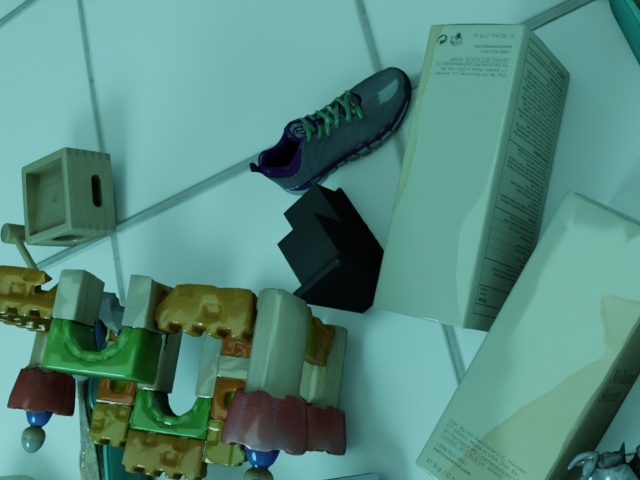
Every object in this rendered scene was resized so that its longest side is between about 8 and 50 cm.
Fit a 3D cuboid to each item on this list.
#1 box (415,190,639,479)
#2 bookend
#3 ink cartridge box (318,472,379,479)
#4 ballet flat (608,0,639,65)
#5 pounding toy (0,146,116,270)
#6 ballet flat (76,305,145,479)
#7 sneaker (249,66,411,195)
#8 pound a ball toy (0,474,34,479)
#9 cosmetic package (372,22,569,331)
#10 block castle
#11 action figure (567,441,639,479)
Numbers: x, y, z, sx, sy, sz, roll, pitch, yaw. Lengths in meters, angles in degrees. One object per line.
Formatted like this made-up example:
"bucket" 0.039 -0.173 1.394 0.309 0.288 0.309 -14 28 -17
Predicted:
"box" 0.239 0.121 0.809 0.121 0.148 0.311 32 100 32
"bookend" 0.000 0.000 0.976 0.072 0.157 0.156 -42 63 19
"ink cartridge box" -0.004 0.425 0.890 0.065 0.186 0.311 136 129 -68
"ballet flat" 0.338 -0.298 0.856 0.124 0.116 0.342 -28 66 4
"pounding toy" -0.416 -0.030 1.291 0.206 0.094 0.181 -14 78 39
"ballet flat" -0.310 0.254 1.162 0.106 0.108 0.315 -13 73 44
"sneaker" 0.014 -0.140 1.027 0.224 0.098 0.083 -41 62 20
"pound a ball toy" -0.435 0.522 1.167 0.319 0.136 0.208 36 100 33
"cosmetic package" 0.168 -0.059 0.880 0.113 0.160 0.309 11 86 35
"block castle" -0.205 0.167 0.937 0.453 0.303 0.212 4 76 13
"action figure" 0.363 0.190 0.710 0.285 0.185 0.099 -8 98 15
